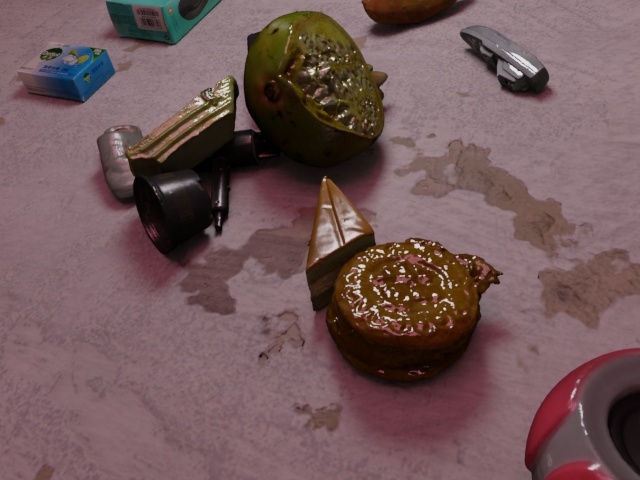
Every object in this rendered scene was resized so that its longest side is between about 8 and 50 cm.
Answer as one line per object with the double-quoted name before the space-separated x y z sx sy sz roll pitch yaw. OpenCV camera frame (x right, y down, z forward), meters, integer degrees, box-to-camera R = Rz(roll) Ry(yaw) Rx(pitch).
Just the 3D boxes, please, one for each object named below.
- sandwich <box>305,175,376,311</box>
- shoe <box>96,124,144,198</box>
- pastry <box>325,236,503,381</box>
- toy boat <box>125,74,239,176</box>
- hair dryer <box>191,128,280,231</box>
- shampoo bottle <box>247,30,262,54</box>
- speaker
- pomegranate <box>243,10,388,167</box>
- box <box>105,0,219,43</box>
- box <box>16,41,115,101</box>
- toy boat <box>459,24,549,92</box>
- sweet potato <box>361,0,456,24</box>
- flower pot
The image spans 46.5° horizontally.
"sandwich" 0.000 0.000 1.291 0.144 0.117 0.187 -25 47 -16
"shoe" -0.422 -0.191 1.589 0.103 0.100 0.251 -20 43 -8
"pastry" 0.129 0.104 1.166 0.240 0.132 0.235 24 46 23
"toy boat" -0.248 -0.210 1.458 0.276 0.111 0.084 -41 75 -18
"hair dryer" -0.175 -0.120 1.497 0.196 0.078 0.248 -7 55 5
"shampoo bottle" -0.121 -0.353 1.680 0.071 0.098 0.309 -11 44 2
"speaker" 0.378 0.263 0.842 0.294 0.294 0.294 -6 45 7
"pomegranate" -0.011 -0.291 1.510 0.216 0.309 0.359 -31 -7 31
"box" -0.411 -0.680 2.055 0.205 0.118 0.311 16 52 24
"box" -0.644 -0.430 1.892 0.194 0.073 0.139 13 51 24
"toy boat" 0.388 -0.401 1.631 0.085 0.078 0.260 -42 50 3
"sweet potato" 0.239 -0.588 1.836 0.292 0.097 0.097 -13 44 -11
"flower pot" -0.272 -0.065 1.403 0.107 0.157 0.157 -25 45 -26
